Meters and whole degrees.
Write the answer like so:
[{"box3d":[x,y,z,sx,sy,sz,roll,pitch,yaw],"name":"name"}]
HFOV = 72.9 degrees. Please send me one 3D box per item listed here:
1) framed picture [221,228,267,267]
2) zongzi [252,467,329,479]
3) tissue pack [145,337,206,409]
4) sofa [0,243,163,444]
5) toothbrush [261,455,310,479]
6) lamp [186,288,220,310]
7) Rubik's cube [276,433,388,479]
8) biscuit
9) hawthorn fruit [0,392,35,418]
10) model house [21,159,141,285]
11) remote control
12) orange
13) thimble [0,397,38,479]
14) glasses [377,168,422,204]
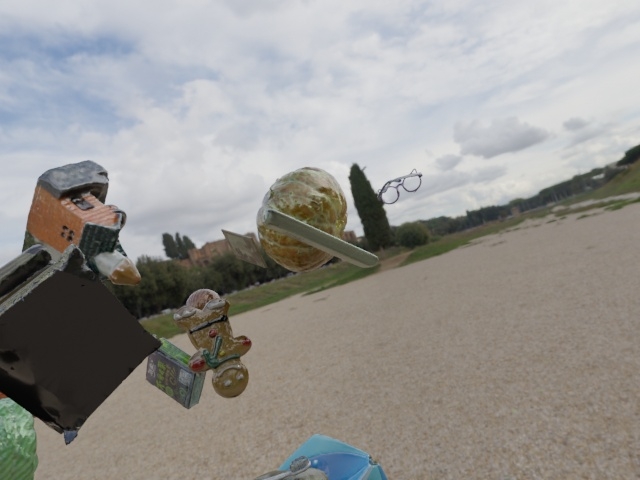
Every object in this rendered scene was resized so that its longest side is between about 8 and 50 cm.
[{"box3d":[-0.285,0.028,1.603,0.201,0.136,0.010,13,47,45],"name":"framed picture"},{"box3d":[-0.053,0.758,1.055,0.160,0.360,0.323,3,-28,-25],"name":"zongzi"},{"box3d":[-0.534,0.486,1.591,0.235,0.173,0.073,22,19,25],"name":"tissue pack"},{"box3d":[-0.418,0.151,0.678,0.182,0.258,0.200,-2,38,44],"name":"sofa"},{"box3d":[-0.156,0.524,0.910,0.288,0.026,0.024,-22,18,-6],"name":"toothbrush"},{"box3d":[-0.435,0.249,1.622,0.136,0.136,0.136,-17,-5,-2],"name":"lamp"},{"box3d":[0.039,0.945,1.512,0.352,0.347,0.351,-5,24,47],"name":"Rubik's cube"},{"box3d":[-0.301,0.318,1.284,0.197,0.301,0.049,-18,-13,-28],"name":"biscuit"},{"box3d":[-0.702,0.333,1.023,0.189,0.189,0.189,-17,-5,-2],"name":"hawthorn fruit"},{"box3d":[-0.526,0.001,1.043,0.271,0.301,0.190,-57,-8,26],"name":"model house"},{"box3d":[0.000,-0.001,1.071,0.309,0.038,0.090,24,-13,-14],"name":"remote control"},{"box3d":[-0.053,-0.065,1.344,0.249,0.329,0.329,19,5,16],"name":"orange"},{"box3d":[-0.605,0.391,0.752,0.219,0.219,0.150,-21,-21,36],"name":"thimble"},{"box3d":[0.200,-0.154,1.165,0.140,0.062,0.104,-30,-24,22],"name":"glasses"}]
